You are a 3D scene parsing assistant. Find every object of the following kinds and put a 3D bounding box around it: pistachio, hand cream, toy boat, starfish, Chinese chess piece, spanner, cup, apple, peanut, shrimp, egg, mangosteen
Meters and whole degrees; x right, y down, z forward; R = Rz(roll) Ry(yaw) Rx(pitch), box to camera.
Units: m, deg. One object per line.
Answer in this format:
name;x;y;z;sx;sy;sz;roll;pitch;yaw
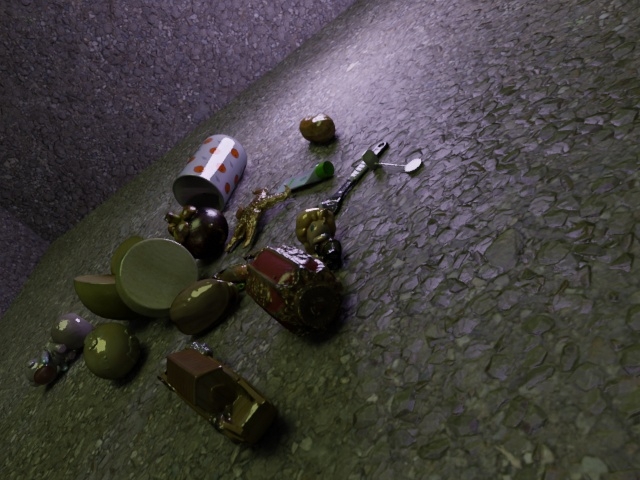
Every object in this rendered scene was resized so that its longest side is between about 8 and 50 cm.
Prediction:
pistachio;-0.324;0.179;1.485;0.206;0.131;0.130;-29;-11;16
hand cream;-0.059;-0.202;1.768;0.079;0.050;0.275;-29;10;-40
toy boat;-0.226;0.306;1.133;0.136;0.162;0.446;-51;29;-20
starfish;-0.234;-0.084;1.787;0.299;0.060;0.302;-13;42;43
Chinese chess piece;-0.506;0.116;1.670;0.250;0.250;0.101;-61;7;-31
spanner;0.097;-0.175;1.546;0.316;0.024;0.087;-48;30;-14
cup;-0.428;-0.275;2.151;0.212;0.212;0.317;-21;34;35
apple;-0.651;0.148;1.826;0.258;0.233;0.295;3;39;33
peanut;-0.011;-0.403;1.927;0.108;0.095;0.226;-33;21;-15
shrimp;-0.225;0.078;1.580;0.251;0.052;0.143;-14;28;30
egg;-0.629;0.335;1.617;0.164;0.164;0.201;-44;32;-3
mangosteen;-0.422;-0.041;1.813;0.192;0.217;0.192;-36;32;27

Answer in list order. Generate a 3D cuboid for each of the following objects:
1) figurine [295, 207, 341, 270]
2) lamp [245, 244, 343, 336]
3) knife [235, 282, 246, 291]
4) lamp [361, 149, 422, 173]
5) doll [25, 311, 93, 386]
figurine;0.000;0.000;1.350;0.108;0.114;0.196;-17;41;-3
lamp;-0.063;0.105;1.201;0.177;0.177;0.274;-47;28;-8
knife;-0.285;0.161;1.562;0.184;0.022;0.026;-26;2;29
lamp;0.192;-0.214;1.448;0.050;0.056;0.198;-49;32;-18
doll;-0.970;0.405;1.975;0.151;0.151;0.287;5;56;54
